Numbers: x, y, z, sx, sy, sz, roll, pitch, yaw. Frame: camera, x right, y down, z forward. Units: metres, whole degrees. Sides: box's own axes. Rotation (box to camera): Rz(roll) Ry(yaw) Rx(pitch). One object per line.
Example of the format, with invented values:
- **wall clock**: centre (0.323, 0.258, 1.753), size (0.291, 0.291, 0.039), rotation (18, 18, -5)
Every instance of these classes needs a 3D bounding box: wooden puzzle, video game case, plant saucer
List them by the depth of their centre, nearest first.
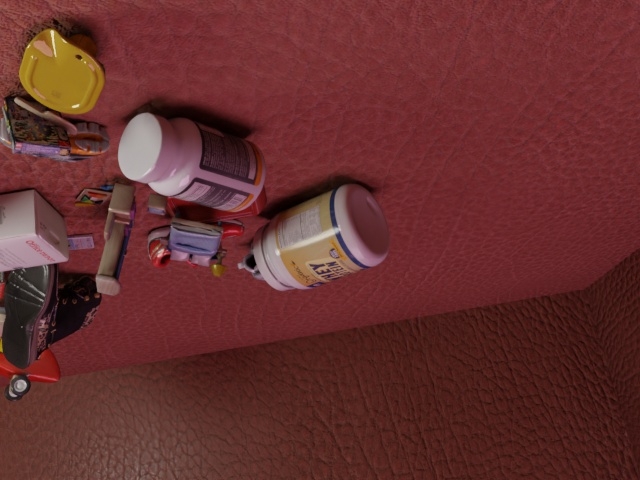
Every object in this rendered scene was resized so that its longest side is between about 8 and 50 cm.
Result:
- **wooden puzzle**: centre (-0.530, -0.101, 1.776), size (0.078, 0.014, 0.116), rotation (0, 158, -30)
- **plant saucer**: centre (-0.264, -0.101, 1.869), size (0.258, 0.048, 0.259), rotation (-9, 162, -3)
- **video game case**: centre (-0.669, 0.006, 2.022), size (0.122, 0.011, 0.087), rotation (-6, 162, -15)

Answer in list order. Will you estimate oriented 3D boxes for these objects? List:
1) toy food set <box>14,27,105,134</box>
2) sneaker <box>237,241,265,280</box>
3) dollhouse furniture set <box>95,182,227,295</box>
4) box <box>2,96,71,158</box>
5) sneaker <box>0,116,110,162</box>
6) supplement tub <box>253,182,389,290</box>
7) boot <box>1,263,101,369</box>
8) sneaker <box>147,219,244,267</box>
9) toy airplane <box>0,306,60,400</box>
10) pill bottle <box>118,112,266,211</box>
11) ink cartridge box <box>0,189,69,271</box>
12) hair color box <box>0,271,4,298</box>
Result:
- **toy food set**: centre (-0.420, -0.278, 1.247), size (0.128, 0.071, 0.218), rotation (25, 146, -21)
- **sneaker**: centre (-0.069, 0.046, 2.262), size (0.366, 0.137, 0.210), rotation (-18, 163, 33)
- **dollhouse furniture set**: centre (-0.365, 0.033, 1.828), size (0.303, 0.198, 0.286), rotation (12, 160, -11)
- **box**: centre (-0.496, -0.197, 1.323), size (0.094, 0.137, 0.027), rotation (3, 130, -35)
- **sneaker**: centre (-0.511, -0.185, 1.434), size (0.215, 0.084, 0.083), rotation (6, 160, -43)
- **supplement tub**: centre (0.000, 0.000, 2.026), size (0.316, 0.228, 0.228), rotation (-22, 159, 30)
- **boot**: centre (-0.763, 0.165, 2.193), size (0.138, 0.377, 0.284), rotation (25, -155, 16)
- **sneaker**: centre (-0.331, 0.013, 2.055), size (0.279, 0.118, 0.107), rotation (-14, 162, 11)
- **toy airplane**: centre (-1.024, 0.295, 2.367), size (0.386, 0.272, 0.384), rotation (10, 146, 24)
- **pill bottle**: centre (-0.255, -0.157, 1.529), size (0.162, 0.162, 0.278), rotation (-23, 157, 33)
- **ink cartridge box**: centre (-0.757, -0.009, 1.759), size (0.283, 0.117, 0.207), rotation (-9, 161, -1)
- **hair color box**: centre (-0.903, 0.109, 2.105), size (0.043, 0.072, 0.141), rotation (-1, 159, -26)
